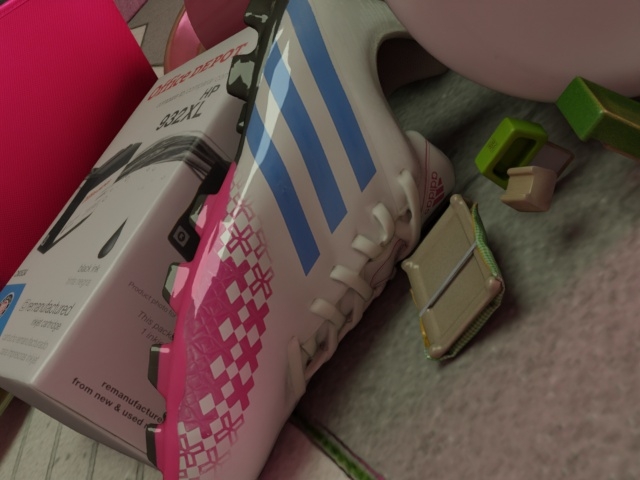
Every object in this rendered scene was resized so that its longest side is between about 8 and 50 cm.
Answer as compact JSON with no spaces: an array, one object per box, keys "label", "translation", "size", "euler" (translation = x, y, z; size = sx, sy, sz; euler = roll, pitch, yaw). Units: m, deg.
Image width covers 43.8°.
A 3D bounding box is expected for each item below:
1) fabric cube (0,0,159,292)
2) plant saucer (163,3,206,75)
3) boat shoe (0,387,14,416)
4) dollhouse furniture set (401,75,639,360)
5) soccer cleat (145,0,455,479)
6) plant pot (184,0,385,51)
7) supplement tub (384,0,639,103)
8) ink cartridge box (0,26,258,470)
[{"label":"fabric cube","translation":[-0.316,-0.097,0.806],"size":[0.259,0.258,0.254],"euler":[7,47,44]},{"label":"plant saucer","translation":[-0.044,-0.231,0.827],"size":[0.278,0.041,0.278],"euler":[-18,54,26]},{"label":"boat shoe","translation":[-0.368,0.139,0.877],"size":[0.302,0.109,0.098],"euler":[-87,5,-51]},{"label":"dollhouse furniture set","translation":[0.106,-0.006,0.399],"size":[0.152,0.058,0.076],"euler":[-57,27,31]},{"label":"soccer cleat","translation":[0.000,0.000,0.460],"size":[0.116,0.143,0.331],"euler":[80,-159,-75]},{"label":"plant pot","translation":[-0.008,-0.221,0.654],"size":[0.180,0.201,0.201],"euler":[-20,38,39]},{"label":"supplement tub","translation":[0.126,-0.243,0.451],"size":[0.228,0.228,0.316],"euler":[-37,29,25]},{"label":"ink cartridge box","translation":[-0.114,-0.001,0.615],"size":[0.223,0.129,0.307],"euler":[-6,49,55]}]
